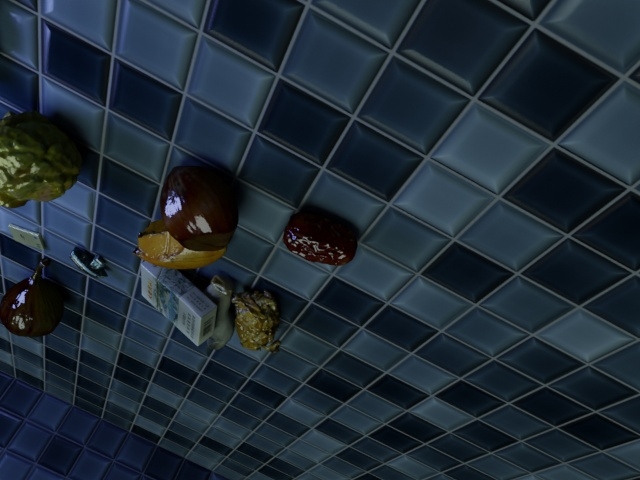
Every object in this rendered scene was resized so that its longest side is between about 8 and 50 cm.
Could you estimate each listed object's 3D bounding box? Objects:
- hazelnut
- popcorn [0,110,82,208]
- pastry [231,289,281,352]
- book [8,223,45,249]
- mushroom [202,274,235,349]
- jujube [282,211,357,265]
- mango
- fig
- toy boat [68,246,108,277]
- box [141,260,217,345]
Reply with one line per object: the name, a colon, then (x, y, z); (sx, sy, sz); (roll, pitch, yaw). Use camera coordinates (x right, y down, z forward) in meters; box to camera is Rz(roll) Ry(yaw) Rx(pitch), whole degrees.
hazelnut: (-0.287, -0.078, 1.415); (0.181, 0.180, 0.212); (15, 154, -39)
popcorn: (-0.722, -0.198, 1.445); (0.259, 0.212, 0.259); (-11, 167, -3)
pastry: (-0.184, 0.251, 1.787); (0.154, 0.102, 0.249); (12, 139, 12)
book: (-0.959, -0.012, 1.941); (0.111, 0.014, 0.077); (18, 140, 6)
mushroom: (-0.321, 0.227, 1.836); (0.110, 0.097, 0.351); (20, 139, 8)
jujube: (0.000, 0.000, 1.395); (0.176, 0.109, 0.112); (21, 176, -2)
mango: (-0.366, 0.006, 1.576); (0.252, 0.126, 0.153); (3, 125, 13)
fig: (-1.000, 0.182, 2.096); (0.217, 0.217, 0.320); (26, 114, -3)
toy boat: (-0.732, 0.071, 1.895); (0.066, 0.059, 0.140); (-31, 119, 16)
box: (-0.426, 0.178, 1.772); (0.256, 0.069, 0.164); (38, 141, 17)
